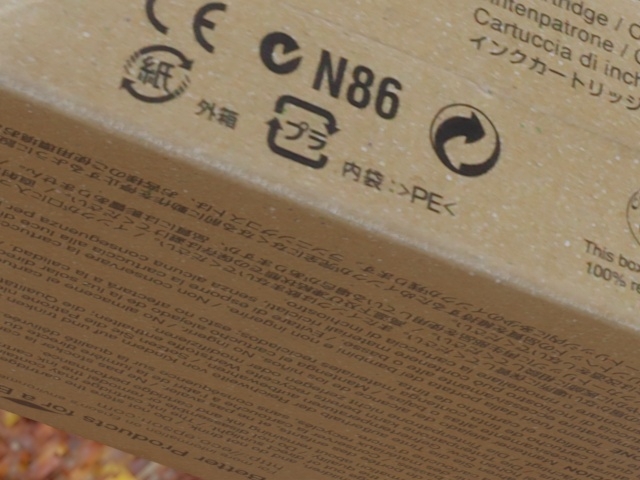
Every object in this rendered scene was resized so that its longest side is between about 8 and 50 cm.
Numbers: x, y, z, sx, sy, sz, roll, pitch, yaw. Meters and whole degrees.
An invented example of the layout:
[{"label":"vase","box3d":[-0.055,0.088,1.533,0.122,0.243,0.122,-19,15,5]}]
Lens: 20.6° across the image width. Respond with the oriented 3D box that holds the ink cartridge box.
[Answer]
[{"label":"ink cartridge box","box3d":[0.000,0.000,0.462,0.193,0.234,0.088,138,149,-60]}]
